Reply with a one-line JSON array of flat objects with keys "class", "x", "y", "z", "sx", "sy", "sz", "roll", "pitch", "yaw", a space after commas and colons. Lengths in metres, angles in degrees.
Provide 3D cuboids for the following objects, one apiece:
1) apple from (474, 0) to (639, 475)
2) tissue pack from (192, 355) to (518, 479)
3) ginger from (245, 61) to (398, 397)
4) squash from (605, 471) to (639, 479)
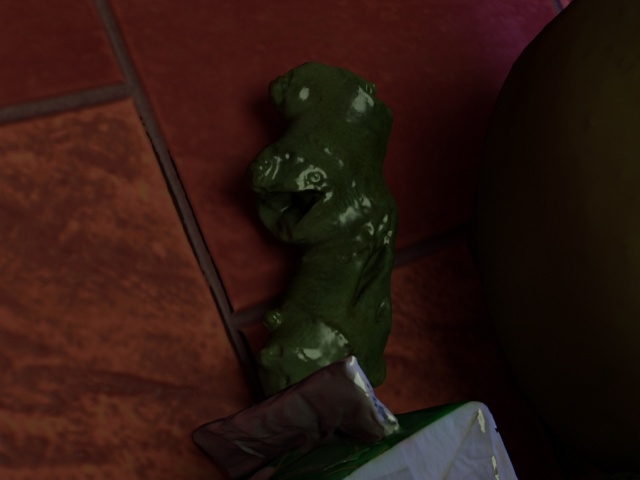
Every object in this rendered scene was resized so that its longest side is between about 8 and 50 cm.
[{"class": "apple", "x": 0.350, "y": -0.022, "z": 0.970, "sx": 0.473, "sy": 0.473, "sz": 0.474, "roll": 14, "pitch": 65, "yaw": -33}, {"class": "tissue pack", "x": 0.000, "y": 0.165, "z": 0.769, "sx": 0.148, "sy": 0.209, "sz": 0.156, "roll": -18, "pitch": 84, "yaw": -40}, {"class": "ginger", "x": 0.000, "y": -0.004, "z": 0.920, "sx": 0.137, "sy": 0.089, "sz": 0.290, "roll": 18, "pitch": 66, "yaw": -52}, {"class": "squash", "x": 0.275, "y": 0.377, "z": 0.870, "sx": 0.263, "sy": 0.263, "sz": 0.385, "roll": 19, "pitch": 61, "yaw": -31}]
